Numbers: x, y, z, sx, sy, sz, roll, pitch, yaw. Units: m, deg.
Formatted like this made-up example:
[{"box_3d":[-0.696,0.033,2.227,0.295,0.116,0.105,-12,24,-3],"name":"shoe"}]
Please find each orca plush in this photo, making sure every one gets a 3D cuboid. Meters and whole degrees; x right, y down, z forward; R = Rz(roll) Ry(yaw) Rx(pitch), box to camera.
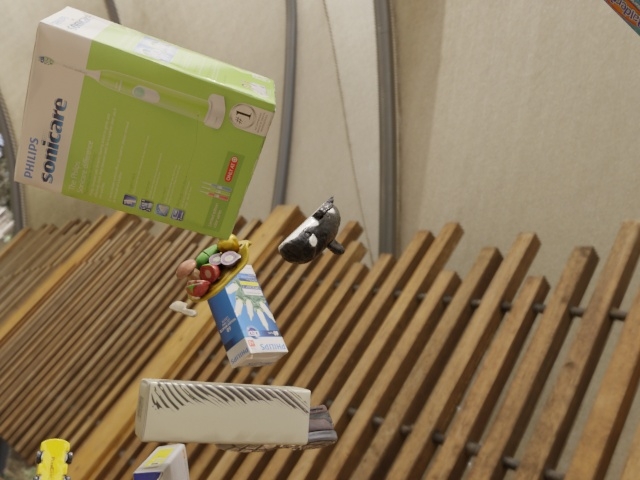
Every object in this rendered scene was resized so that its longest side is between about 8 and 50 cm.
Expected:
[{"box_3d":[0.000,0.000,1.248,0.102,0.151,0.287,47,10,-3],"name":"orca plush"}]

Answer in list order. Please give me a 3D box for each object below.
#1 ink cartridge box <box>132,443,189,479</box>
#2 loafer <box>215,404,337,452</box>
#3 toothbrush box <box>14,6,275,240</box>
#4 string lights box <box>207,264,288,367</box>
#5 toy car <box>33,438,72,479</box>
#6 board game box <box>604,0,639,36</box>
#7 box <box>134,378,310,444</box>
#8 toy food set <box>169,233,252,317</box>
[{"box_3d":[-0.266,0.531,1.035,0.072,0.304,0.307,-6,-8,-3],"name":"ink cartridge box"},{"box_3d":[-0.100,0.415,1.353,0.302,0.095,0.109,12,-38,-33],"name":"loafer"},{"box_3d":[-0.223,-0.147,0.793,0.283,0.122,0.206,15,-63,-15],"name":"toothbrush box"},{"box_3d":[-0.194,0.182,1.499,0.133,0.077,0.260,10,45,-51],"name":"string lights box"},{"box_3d":[-0.457,0.494,1.041,0.225,0.239,0.053,36,-44,-3],"name":"toy car"},{"box_3d":[0.380,-0.300,0.637,0.210,0.160,0.047,55,4,15],"name":"board game box"},{"box_3d":[-0.163,0.288,1.019,0.275,0.094,0.113,9,-12,-23],"name":"box"},{"box_3d":[-0.242,0.058,1.281,0.128,0.218,0.071,17,-31,55],"name":"toy food set"}]
